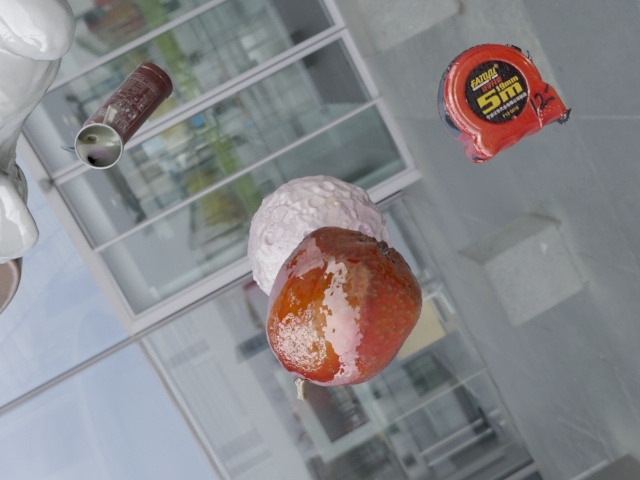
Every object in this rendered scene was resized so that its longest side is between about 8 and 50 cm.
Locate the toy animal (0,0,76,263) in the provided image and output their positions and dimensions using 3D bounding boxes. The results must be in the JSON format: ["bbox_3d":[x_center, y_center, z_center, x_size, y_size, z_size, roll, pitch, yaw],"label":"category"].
[{"bbox_3d":[-0.324,-0.107,0.725,0.258,0.194,0.357,36,137,31],"label":"toy animal"}]

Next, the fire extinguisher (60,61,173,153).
[{"bbox_3d":[-0.434,-0.267,1.717,0.105,0.269,0.104,25,150,15],"label":"fire extinguisher"}]

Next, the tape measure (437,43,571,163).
[{"bbox_3d":[0.394,-0.318,1.809,0.260,0.253,0.114,58,173,3],"label":"tape measure"}]

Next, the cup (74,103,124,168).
[{"bbox_3d":[-0.359,-0.169,1.301,0.099,0.074,0.102,-147,53,-75],"label":"cup"}]

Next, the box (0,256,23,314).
[{"bbox_3d":[-0.520,-0.010,1.004,0.216,0.301,0.301,60,176,29],"label":"box"}]

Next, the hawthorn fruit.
[{"bbox_3d":[0.019,0.110,1.077,0.205,0.253,0.205,28,-172,-4],"label":"hawthorn fruit"}]

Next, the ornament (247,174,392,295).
[{"bbox_3d":[0.000,0.000,1.440,0.259,0.260,0.225,76,-162,-73],"label":"ornament"}]
